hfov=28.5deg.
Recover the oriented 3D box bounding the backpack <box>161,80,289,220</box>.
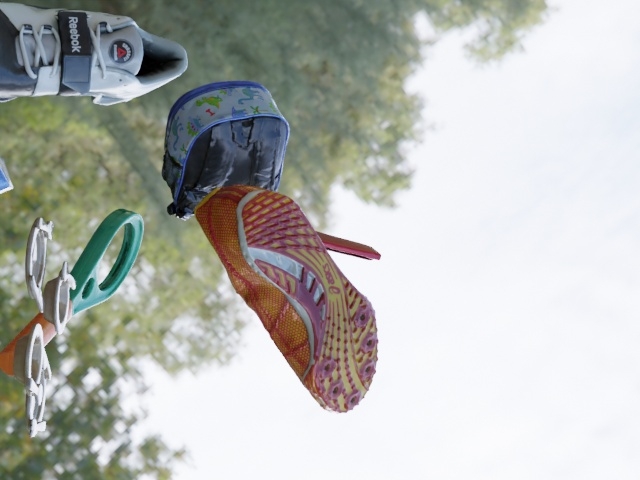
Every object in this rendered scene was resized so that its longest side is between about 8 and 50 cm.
[{"bbox_3d":[-0.086,-0.088,1.097,0.105,0.114,0.084,-10,-125,-24],"label":"backpack"}]

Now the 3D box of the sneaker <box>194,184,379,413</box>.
[{"bbox_3d":[-0.016,0.034,0.774,0.064,0.175,0.067,-40,-149,-25],"label":"sneaker"}]

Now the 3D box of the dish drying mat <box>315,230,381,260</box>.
[{"bbox_3d":[0.000,0.000,0.881,0.032,0.083,0.008,-135,-119,-64],"label":"dish drying mat"}]

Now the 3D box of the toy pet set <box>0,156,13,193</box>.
[{"bbox_3d":[-0.389,-0.053,1.347,0.114,0.122,0.065,-23,165,0],"label":"toy pet set"}]

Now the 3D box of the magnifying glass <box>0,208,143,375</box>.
[{"bbox_3d":[-0.234,0.048,1.206,0.231,0.026,0.092,-57,164,-50],"label":"magnifying glass"}]

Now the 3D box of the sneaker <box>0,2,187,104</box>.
[{"bbox_3d":[-0.298,-0.234,1.528,0.146,0.122,0.331,-7,-179,37],"label":"sneaker"}]

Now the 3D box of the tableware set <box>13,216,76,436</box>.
[{"bbox_3d":[-0.220,0.070,1.002,0.141,0.020,0.168,98,-5,-68],"label":"tableware set"}]
